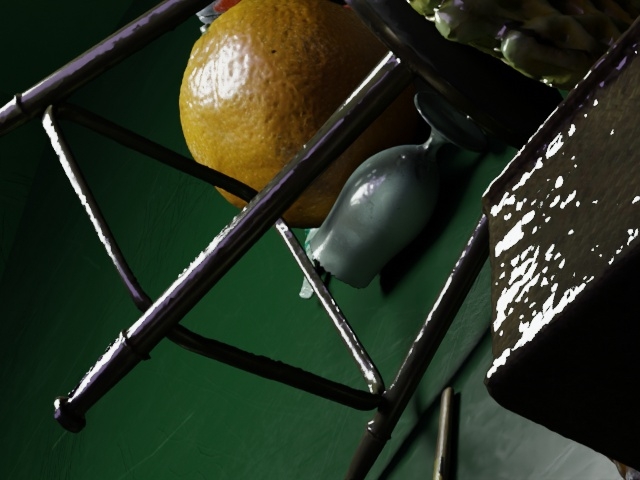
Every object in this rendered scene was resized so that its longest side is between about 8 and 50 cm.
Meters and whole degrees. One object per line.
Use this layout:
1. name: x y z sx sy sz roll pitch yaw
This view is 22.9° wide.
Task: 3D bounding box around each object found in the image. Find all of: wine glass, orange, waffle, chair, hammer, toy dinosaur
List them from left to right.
1. chair: -0.022 -0.060 1.372 0.410 0.362 0.364 -46 47 18
2. orange: -0.027 -0.144 1.704 0.264 0.264 0.264 -52 22 30
3. toy dinosaur: -0.004 -0.001 1.824 0.187 0.044 0.106 -117 41 -66
4. wine glass: 0.074 -0.046 1.591 0.202 0.093 0.093 -51 22 27
5. hammer: 0.099 0.197 1.313 0.062 0.017 0.182 -47 23 39
6. waffle: 0.175 -0.194 1.222 0.317 0.297 0.073 -80 16 -60

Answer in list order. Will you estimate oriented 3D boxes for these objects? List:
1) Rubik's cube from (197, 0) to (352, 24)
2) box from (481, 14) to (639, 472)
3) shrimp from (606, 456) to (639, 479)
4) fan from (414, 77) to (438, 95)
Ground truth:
1. Rubik's cube: 0.021 -0.365 1.907 0.259 0.255 0.260 -45 25 40
2. box: 0.234 0.029 0.778 0.184 0.273 0.143 -50 22 35
3. shrimp: 0.220 0.070 0.995 0.116 0.145 0.343 -23 41 23
4. fan: 0.091 -0.309 1.695 0.191 0.009 0.329 -21 89 54
